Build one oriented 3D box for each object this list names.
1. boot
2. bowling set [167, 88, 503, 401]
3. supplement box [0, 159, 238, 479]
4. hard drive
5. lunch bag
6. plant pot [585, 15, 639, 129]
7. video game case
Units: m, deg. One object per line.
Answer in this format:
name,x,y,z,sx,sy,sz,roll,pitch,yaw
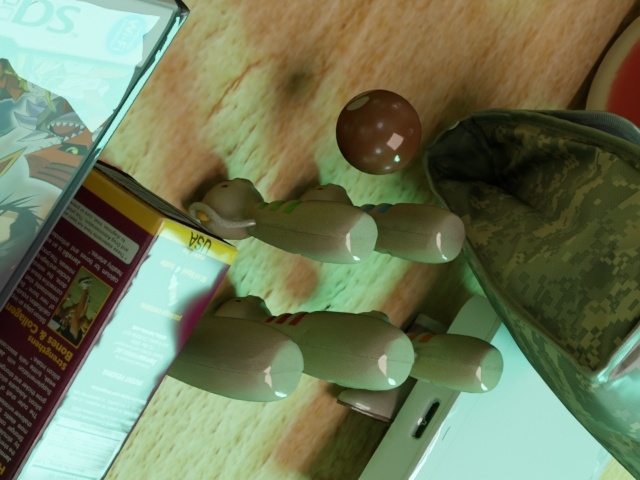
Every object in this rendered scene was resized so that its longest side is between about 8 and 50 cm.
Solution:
boot,0.064,0.096,1.484,0.118,0.042,0.087,22,93,-56
bowling set,0.000,0.000,1.267,0.287,0.154,0.199,9,91,-52
supplement box,-0.147,0.054,1.129,0.081,0.104,0.188,24,98,-56
hard drive,0.139,0.183,1.573,0.203,0.040,0.307,-59,147,-5
lunch bag,0.209,0.038,1.358,0.169,0.287,0.235,-42,129,-2
plant pot,0.348,-0.066,1.528,0.243,0.275,0.275,32,91,-46
video game case,-0.224,-0.036,0.974,0.248,0.035,0.275,9,122,-51
